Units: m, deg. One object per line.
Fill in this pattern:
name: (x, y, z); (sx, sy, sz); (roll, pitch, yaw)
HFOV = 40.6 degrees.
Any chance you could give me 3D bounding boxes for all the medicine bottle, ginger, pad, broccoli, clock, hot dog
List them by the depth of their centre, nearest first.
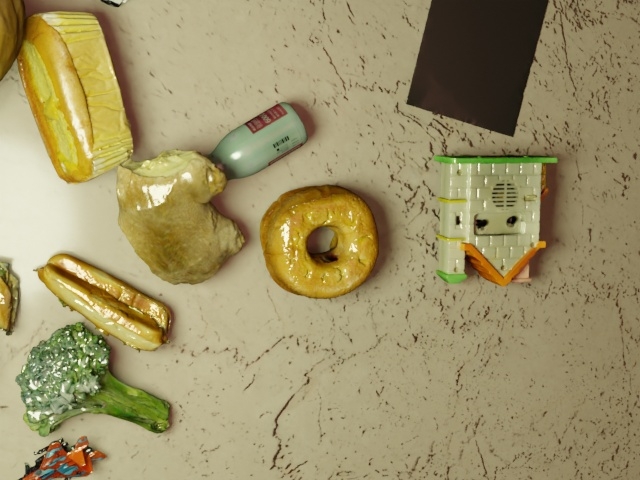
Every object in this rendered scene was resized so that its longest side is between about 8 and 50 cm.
ginger: (-0.236, -0.046, 1.496); (0.221, 0.130, 0.275); (-43, 125, 17)
broccoli: (-0.406, 0.286, 1.508); (0.198, 0.177, 0.275); (-41, 118, -10)
hot dog: (-0.378, 0.108, 1.517); (0.269, 0.109, 0.072); (32, 122, -8)
medicine bottle: (-0.134, -0.164, 1.573); (0.216, 0.090, 0.090); (-32, 101, -10)
clock: (0.338, -0.042, 1.710); (0.219, 0.106, 0.255); (-1, 98, -14)
pad: (0.325, -0.415, 1.727); (0.247, 0.007, 0.368); (14, 90, -16)

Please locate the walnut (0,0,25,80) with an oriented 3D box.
walnut: (-0.647, -0.362, 1.295); (0.354, 0.308, 0.398); (-41, 103, 7)

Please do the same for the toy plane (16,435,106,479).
toy plane: (-0.483, 0.401, 1.527); (0.189, 0.061, 0.130); (-19, 139, 3)

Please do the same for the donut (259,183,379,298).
donut: (0.002, 0.002, 1.610); (0.226, 0.114, 0.227); (-1, 95, -17)

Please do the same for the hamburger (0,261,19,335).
hamburger: (-0.577, 0.077, 1.475); (0.176, 0.087, 0.102); (35, 66, -11)

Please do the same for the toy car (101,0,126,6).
toy car: (-0.392, -0.464, 1.492); (0.170, 0.070, 0.080); (18, 88, -15)

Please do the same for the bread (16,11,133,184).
bread: (-0.419, -0.243, 1.462); (0.119, 0.152, 0.288); (-21, 101, -37)
